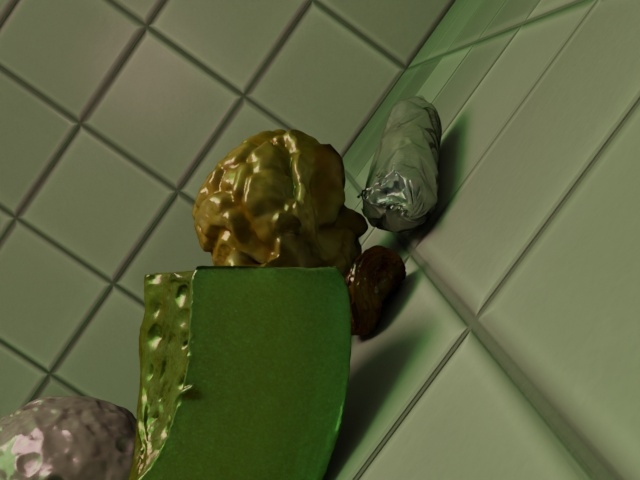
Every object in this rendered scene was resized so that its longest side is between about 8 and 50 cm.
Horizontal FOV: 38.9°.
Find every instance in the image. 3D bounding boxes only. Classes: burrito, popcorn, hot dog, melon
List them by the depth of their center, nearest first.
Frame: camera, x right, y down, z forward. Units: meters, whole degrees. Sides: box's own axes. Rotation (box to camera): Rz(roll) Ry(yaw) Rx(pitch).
[{"bbox_3d":[-0.119,0.191,0.930,0.331,0.226,0.343,-1,83,40],"label":"melon"},{"bbox_3d":[0.054,0.062,1.087,0.099,0.065,0.147,-58,-4,-26],"label":"hot dog"},{"bbox_3d":[-0.058,0.009,1.265,0.225,0.265,0.332,-14,51,26],"label":"popcorn"},{"bbox_3d":[0.118,-0.098,1.297,0.139,0.101,0.445,-61,4,24],"label":"burrito"}]

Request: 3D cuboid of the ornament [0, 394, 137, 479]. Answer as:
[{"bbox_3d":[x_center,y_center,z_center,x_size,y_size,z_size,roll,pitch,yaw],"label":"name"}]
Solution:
[{"bbox_3d":[-0.392,0.412,1.428,0.337,0.337,0.337,-54,6,8],"label":"ornament"}]
